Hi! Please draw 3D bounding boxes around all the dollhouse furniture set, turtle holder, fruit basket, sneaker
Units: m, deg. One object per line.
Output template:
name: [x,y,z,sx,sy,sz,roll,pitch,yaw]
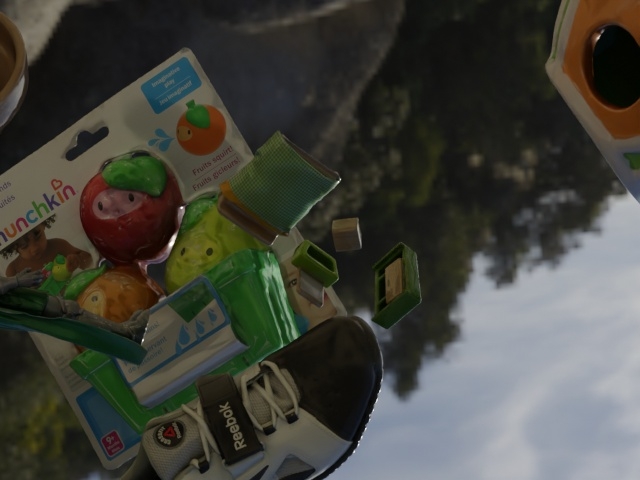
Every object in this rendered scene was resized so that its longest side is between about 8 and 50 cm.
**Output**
dollhouse furniture set: [0.000,0.000,1.111,0.076,0.152,0.058,-41,-153,29]
turtle holder: [0.278,-0.134,1.053,0.227,0.243,0.320,-37,-177,12]
fruit basket: [-0.191,0.020,1.702,0.327,0.353,0.165,-32,174,11]
sneaker: [-0.083,0.188,1.466,0.146,0.330,0.122,21,-150,-49]

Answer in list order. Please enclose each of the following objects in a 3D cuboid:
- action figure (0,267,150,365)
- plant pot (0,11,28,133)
action figure: [-0.274,0.056,1.426,0.232,0.063,0.137,15,172,-15]
plant pot: [-0.367,-0.110,1.363,0.237,0.110,0.237,0,-137,0]
